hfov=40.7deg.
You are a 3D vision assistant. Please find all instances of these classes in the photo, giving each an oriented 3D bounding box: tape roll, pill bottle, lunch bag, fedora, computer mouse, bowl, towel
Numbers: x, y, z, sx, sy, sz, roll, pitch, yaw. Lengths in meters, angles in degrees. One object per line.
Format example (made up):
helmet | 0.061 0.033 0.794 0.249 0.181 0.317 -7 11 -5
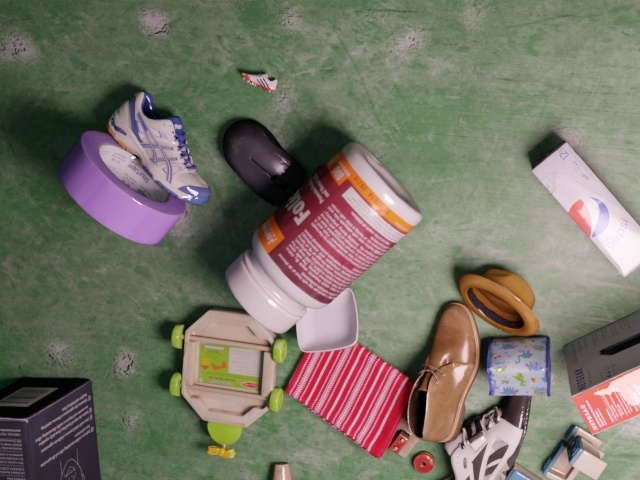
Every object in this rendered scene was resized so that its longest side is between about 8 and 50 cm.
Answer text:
tape roll | -0.429 -0.117 1.878 0.275 0.275 0.090 43 106 4
pill bottle | 0.000 0.000 1.814 0.392 0.224 0.224 -43 87 13
lunch bag | 0.416 0.253 1.802 0.128 0.151 0.096 -2 122 15
fedora | 0.384 0.117 1.805 0.194 0.194 0.079 37 67 6
computer mouse | -0.110 -0.162 1.901 0.272 0.072 0.188 40 106 5
bowl | 0.020 0.180 1.912 0.142 0.053 0.142 -10 69 16
towel | 0.067 0.333 1.924 0.275 0.031 0.199 32 102 20

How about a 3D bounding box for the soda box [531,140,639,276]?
soda box | 0.553 -0.067 1.746 0.091 0.098 0.286 -41 88 16

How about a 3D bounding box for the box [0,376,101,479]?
box | -0.681 0.554 2.029 0.212 0.293 0.395 -2 97 14

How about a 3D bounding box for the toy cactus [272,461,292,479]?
toy cactus | -0.095 0.612 2.007 0.219 0.112 0.180 -3 88 22

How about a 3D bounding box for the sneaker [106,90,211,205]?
sneaker | -0.342 -0.209 1.930 0.296 0.112 0.131 44 103 2

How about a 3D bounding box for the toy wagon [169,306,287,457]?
toy wagon | -0.217 0.332 2.003 0.267 0.068 0.344 7 100 13

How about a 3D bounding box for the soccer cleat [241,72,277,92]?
soccer cleat | -0.135 -0.356 1.902 0.083 0.029 0.036 26 95 5

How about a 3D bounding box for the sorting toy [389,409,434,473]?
sorting toy | 0.163 0.399 1.933 0.274 0.046 0.132 36 104 6

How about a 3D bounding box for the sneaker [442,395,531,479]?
sneaker | 0.348 0.437 1.856 0.146 0.122 0.331 22 102 7

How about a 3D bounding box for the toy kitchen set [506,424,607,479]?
toy kitchen set | 0.486 0.488 1.807 0.122 0.166 0.207 31 104 7

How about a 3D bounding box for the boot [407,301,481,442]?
boot | 0.259 0.281 1.834 0.112 0.115 0.305 8 88 45

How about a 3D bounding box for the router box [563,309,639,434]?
router box | 0.626 0.218 1.646 0.301 0.335 0.082 -29 92 15
